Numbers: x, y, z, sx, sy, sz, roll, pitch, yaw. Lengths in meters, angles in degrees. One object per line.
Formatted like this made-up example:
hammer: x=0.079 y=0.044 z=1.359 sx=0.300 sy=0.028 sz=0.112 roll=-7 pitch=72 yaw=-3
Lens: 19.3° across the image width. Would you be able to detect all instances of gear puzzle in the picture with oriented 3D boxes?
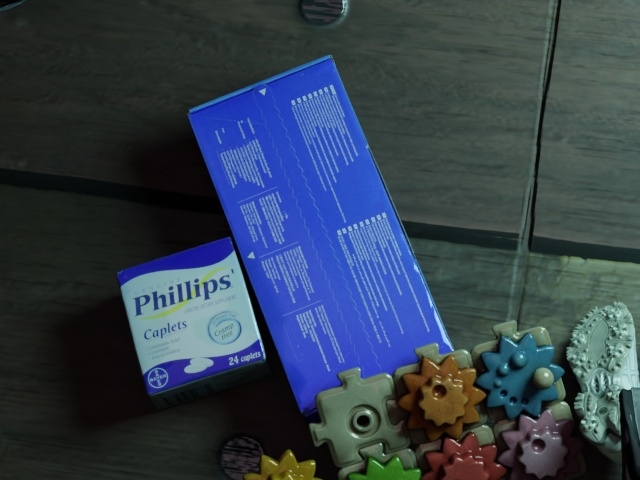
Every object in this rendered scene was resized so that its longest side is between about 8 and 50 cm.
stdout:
gear puzzle: x=0.082 y=0.200 z=1.814 sx=0.338 sy=0.044 sz=0.176 roll=-17 pitch=101 yaw=-1

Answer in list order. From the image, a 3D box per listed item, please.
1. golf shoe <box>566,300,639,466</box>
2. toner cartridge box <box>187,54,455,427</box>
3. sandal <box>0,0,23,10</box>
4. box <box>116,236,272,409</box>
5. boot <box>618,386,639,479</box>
golf shoe: x=0.286 y=0.144 z=1.847 sx=0.069 sy=0.086 sz=0.176 roll=-13 pitch=44 yaw=24
toner cartridge box: x=0.000 y=0.000 z=1.914 sx=0.165 sy=0.075 sz=0.348 roll=-21 pitch=72 yaw=-2
sandal: x=-0.378 y=-0.285 z=2.064 sx=0.254 sy=0.054 sz=0.097 roll=-16 pitch=64 yaw=11
box: x=-0.128 y=0.084 z=1.903 sx=0.126 sy=0.072 sz=0.137 roll=-17 pitch=71 yaw=0
boot: x=0.373 y=0.127 z=1.698 sx=0.222 sy=0.118 sz=0.338 roll=-8 pitch=62 yaw=7
